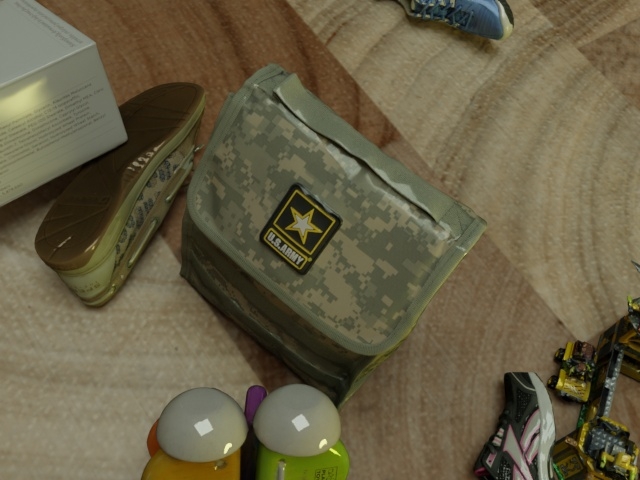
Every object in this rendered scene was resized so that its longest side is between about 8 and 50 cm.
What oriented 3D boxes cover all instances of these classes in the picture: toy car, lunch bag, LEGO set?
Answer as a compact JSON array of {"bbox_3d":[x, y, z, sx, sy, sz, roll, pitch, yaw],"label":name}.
[{"bbox_3d":[-0.068,0.189,0.706,0.182,0.159,0.136,-1,24,-12],"label":"toy car"},{"bbox_3d":[0.000,0.000,0.730,0.235,0.287,0.169,39,60,10],"label":"lunch bag"},{"bbox_3d":[0.409,0.177,0.766,0.331,0.192,0.255,32,59,8],"label":"LEGO set"}]

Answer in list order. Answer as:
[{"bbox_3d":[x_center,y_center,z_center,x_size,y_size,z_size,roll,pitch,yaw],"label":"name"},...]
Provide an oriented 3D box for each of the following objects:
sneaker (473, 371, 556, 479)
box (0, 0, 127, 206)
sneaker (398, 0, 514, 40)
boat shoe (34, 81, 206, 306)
[{"bbox_3d":[0.190,0.211,0.776,0.077,0.072,0.178,2,54,1],"label":"sneaker"},{"bbox_3d":[-0.330,-0.145,0.806,0.182,0.119,0.181,-33,48,-24],"label":"box"},{"bbox_3d":[0.168,-0.327,1.082,0.211,0.080,0.081,34,66,20],"label":"sneaker"},{"bbox_3d":[-0.203,-0.062,0.851,0.105,0.089,0.285,9,52,25],"label":"boat shoe"}]
